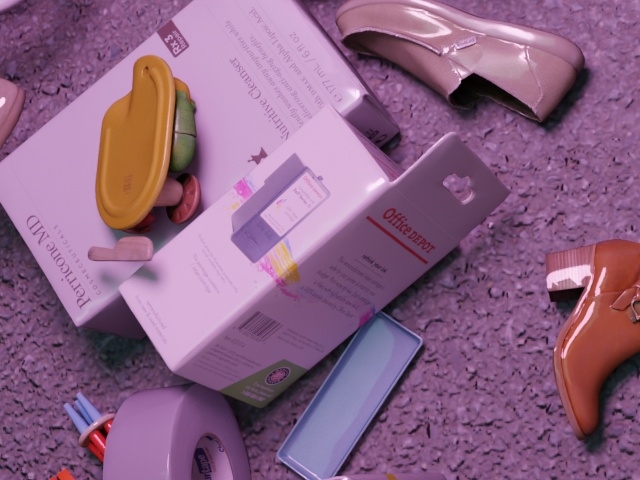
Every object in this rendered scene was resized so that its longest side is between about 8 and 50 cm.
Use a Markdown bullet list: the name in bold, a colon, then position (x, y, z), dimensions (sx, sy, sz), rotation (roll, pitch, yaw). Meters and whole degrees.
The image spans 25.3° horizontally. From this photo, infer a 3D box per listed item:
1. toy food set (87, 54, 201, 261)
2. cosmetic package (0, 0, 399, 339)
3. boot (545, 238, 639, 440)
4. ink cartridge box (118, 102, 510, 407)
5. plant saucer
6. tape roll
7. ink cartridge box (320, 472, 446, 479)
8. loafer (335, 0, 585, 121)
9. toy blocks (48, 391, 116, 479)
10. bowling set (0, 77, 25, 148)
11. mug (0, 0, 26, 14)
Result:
- **toy food set**: position (-0.163, -0.072, 1.415), dimensions (0.128, 0.071, 0.217), rotation (-12, 68, 49)
- **cosmetic package**: position (-0.137, -0.092, 1.522), dimensions (0.385, 0.156, 0.217), rotation (-40, 72, 7)
- **boot**: position (0.304, 0.094, 1.399), dimensions (0.152, 0.073, 0.197), rotation (-5, 82, 12)
- **ink cartridge box**: position (0.000, 0.000, 1.431), dimensions (0.353, 0.207, 0.119), rotation (-40, 62, 8)
- **plant saucer**: position (0.032, 0.167, 1.500), dimensions (0.067, 0.018, 0.192), rotation (34, 91, 19)
- **tape roll**: position (-0.138, 0.255, 1.432), dimensions (0.072, 0.219, 0.219), rotation (-10, 78, 16)
- **ink cartridge box**: position (0.045, 0.360, 1.269), dimensions (0.160, 0.385, 0.279), rotation (-21, 76, 13)
- **loafer**: position (0.135, -0.189, 1.481), dimensions (0.269, 0.102, 0.092), rotation (14, 80, 18)
- **toy blocks**: position (-0.251, 0.253, 1.555), dimensions (0.123, 0.054, 0.148), rotation (-44, 71, 6)
- **bowling set**: position (-0.468, -0.150, 1.562), dimensions (0.154, 0.200, 0.287), rotation (-62, 28, -5)
- **mug**: position (-0.414, -0.410, 1.488), dimensions (0.328, 0.276, 0.374), rotation (-25, 106, 5)
